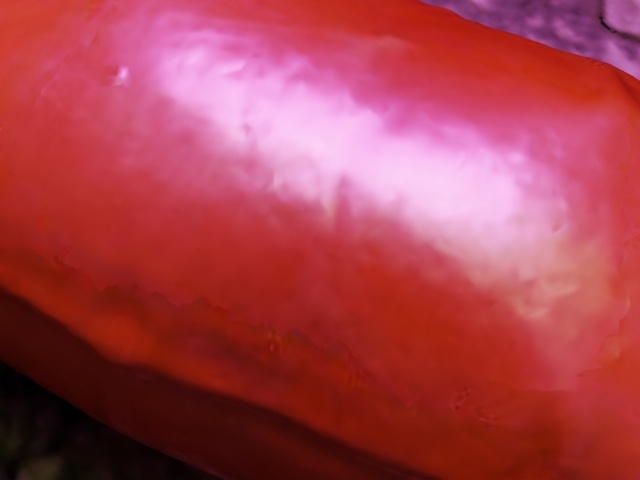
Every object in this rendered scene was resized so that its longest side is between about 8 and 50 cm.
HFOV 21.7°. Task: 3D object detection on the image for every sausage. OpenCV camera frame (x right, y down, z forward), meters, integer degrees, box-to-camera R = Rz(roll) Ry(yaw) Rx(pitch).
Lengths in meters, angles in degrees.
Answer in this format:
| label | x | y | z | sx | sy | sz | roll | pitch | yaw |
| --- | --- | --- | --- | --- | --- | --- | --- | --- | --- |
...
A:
| label | x | y | z | sx | sy | sz | roll | pitch | yaw |
| --- | --- | --- | --- | --- | --- | --- | --- | --- | --- |
| sausage | -0.001 | 0.002 | 0.421 | 0.258 | 0.133 | 0.133 | 23 | 50 | 10 |
